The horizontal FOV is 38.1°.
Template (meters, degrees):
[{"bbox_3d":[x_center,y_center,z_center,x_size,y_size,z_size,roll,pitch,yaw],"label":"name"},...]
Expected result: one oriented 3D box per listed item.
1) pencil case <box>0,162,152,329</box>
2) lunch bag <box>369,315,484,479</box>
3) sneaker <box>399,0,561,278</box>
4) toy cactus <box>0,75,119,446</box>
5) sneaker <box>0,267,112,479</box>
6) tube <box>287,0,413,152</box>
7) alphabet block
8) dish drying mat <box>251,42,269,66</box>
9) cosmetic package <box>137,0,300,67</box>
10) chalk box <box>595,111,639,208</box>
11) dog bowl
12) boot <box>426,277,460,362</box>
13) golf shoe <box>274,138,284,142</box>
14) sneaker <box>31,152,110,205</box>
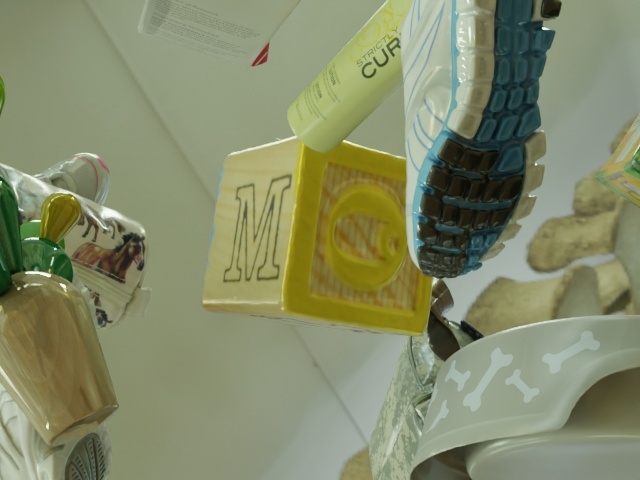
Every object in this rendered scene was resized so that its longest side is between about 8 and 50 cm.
[{"bbox_3d":[-0.409,-0.016,1.179,0.410,0.183,0.160,27,-73,-35],"label":"pencil case"},{"bbox_3d":[0.199,0.312,1.557,0.212,0.256,0.305,-4,-49,-23],"label":"lunch bag"},{"bbox_3d":[0.072,-0.076,0.485,0.071,0.083,0.191,2,-76,-29],"label":"sneaker"},{"bbox_3d":[-0.154,0.008,0.412,0.112,0.219,0.180,-28,-106,-15],"label":"toy cactus"},{"bbox_3d":[-0.233,0.107,0.700,0.090,0.115,0.232,-45,-40,-60],"label":"sneaker"},{"bbox_3d":[0.059,-0.172,0.829,0.070,0.240,0.062,47,-141,-3],"label":"tube"},{"bbox_3d":[0.000,0.000,1.048,0.192,0.197,0.193,10,-98,-30],"label":"alphabet block"},{"bbox_3d":[-0.093,-0.314,1.474,0.032,0.008,0.083,-21,-34,-28],"label":"dish drying mat"},{"bbox_3d":[-0.082,-0.337,0.980,0.155,0.365,0.197,16,-101,-13],"label":"cosmetic package"},{"bbox_3d":[0.408,-0.052,0.758,0.180,0.289,0.179,-58,-7,4],"label":"chalk box"},{"bbox_3d":[0.253,0.170,0.805,0.349,0.349,0.102,33,-128,-42],"label":"dog bowl"},{"bbox_3d":[0.162,0.101,1.226,0.106,0.037,0.114,57,-157,1],"label":"boot"},{"bbox_3d":[-0.028,-0.061,1.316,0.086,0.069,0.176,-6,-104,-11],"label":"golf shoe"},{"bbox_3d":[-0.422,-0.041,1.362,0.252,0.111,0.103,-38,-99,-1],"label":"sneaker"}]
